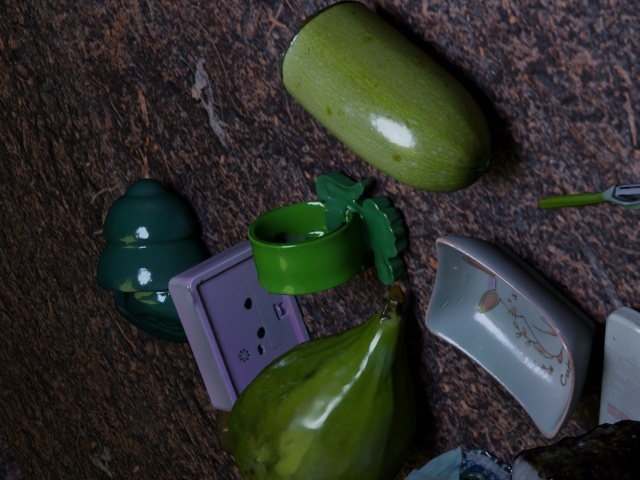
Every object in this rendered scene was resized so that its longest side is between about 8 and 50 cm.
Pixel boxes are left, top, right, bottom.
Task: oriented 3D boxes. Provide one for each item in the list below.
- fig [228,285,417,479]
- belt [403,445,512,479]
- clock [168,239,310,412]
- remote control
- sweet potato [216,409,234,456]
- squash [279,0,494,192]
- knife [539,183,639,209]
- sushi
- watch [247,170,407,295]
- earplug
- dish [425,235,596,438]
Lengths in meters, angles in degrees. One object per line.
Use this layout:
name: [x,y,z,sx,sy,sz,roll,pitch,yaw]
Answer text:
fig: [0.004,0.208,2.066,0.233,0.233,0.314,49,154,24]
belt: [0.183,0.381,2.002,0.257,0.150,0.207,55,142,12]
clock: [-0.101,0.112,2.235,0.063,0.150,0.197,1,115,55]
remote control: [0.323,0.153,1.707,0.087,0.029,0.190,36,144,39]
sweet potato: [-0.113,0.212,2.427,0.075,0.075,0.273,40,139,35]
squash: [0.079,-0.136,1.758,0.247,0.132,0.132,43,146,32]
knife: [0.274,-0.040,1.636,0.184,0.022,0.026,-4,84,59]
sushi: [0.293,0.314,1.693,0.234,0.207,0.349,51,159,44]
watch: [0.000,0.000,1.980,0.165,0.152,0.131,24,131,50]
earplug: [-0.236,0.037,2.431,0.257,0.163,0.280,-90,-2,-71]
dish: [0.211,0.089,1.789,0.212,0.077,0.151,42,147,32]
